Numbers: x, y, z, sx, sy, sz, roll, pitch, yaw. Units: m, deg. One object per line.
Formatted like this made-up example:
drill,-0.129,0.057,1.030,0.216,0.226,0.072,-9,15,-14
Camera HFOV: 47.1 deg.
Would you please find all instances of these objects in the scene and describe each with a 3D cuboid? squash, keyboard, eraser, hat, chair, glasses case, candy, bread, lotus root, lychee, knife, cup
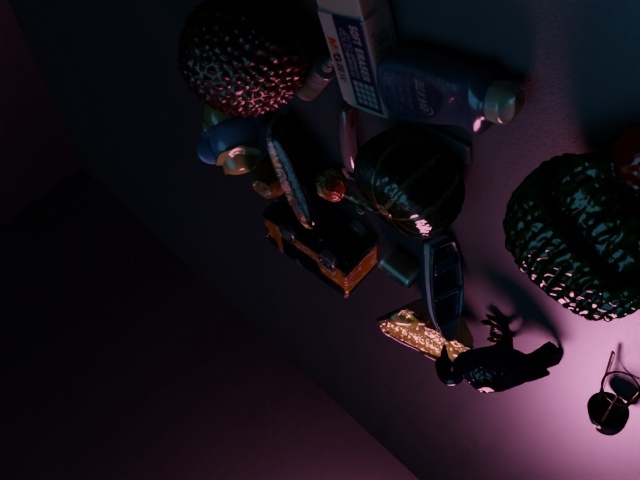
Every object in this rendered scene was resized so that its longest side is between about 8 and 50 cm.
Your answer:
squash,0.186,-0.116,1.548,0.252,0.165,0.252,41,172,7
keyboard,0.235,-0.210,1.501,0.176,0.014,0.055,33,155,31
eraser,0.082,-0.376,1.410,0.124,0.081,0.279,29,152,39
hat,0.451,-0.044,1.122,0.274,0.242,0.332,32,144,4
chair,0.640,0.334,1.595,0.221,0.104,0.095,83,165,-49
glasses case,-0.059,-0.176,1.930,0.082,0.122,0.321,-9,122,24
candy,0.109,-0.094,1.883,0.288,0.078,0.084,31,178,15
bread,0.288,0.213,1.972,0.252,0.133,0.174,27,152,-11
lotus root,-0.123,-0.178,2.006,0.110,0.097,0.258,41,-159,-6
lychee,-0.169,-0.405,1.597,0.304,0.275,0.275,9,139,34
knife,0.081,-0.213,1.738,0.123,0.053,0.278,27,152,30
cup,0.212,0.081,1.959,0.099,0.074,0.102,41,158,16

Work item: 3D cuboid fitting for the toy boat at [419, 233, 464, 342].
toy boat,0.295,0.120,1.794,0.062,0.096,0.299,33,139,50

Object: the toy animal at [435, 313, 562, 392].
toy animal,0.426,0.287,1.777,0.298,0.185,0.122,6,132,33

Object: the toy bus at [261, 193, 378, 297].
toy bus,0.000,0.000,2.105,0.323,0.162,0.194,34,158,25

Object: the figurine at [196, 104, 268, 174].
figurine,-0.229,-0.307,1.972,0.154,0.180,0.261,-1,87,55

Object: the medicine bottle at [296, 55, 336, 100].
medicine bottle,0.000,-0.366,1.611,0.057,0.058,0.199,50,158,-6

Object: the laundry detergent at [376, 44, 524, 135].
laundry detergent,0.233,-0.261,1.310,0.290,0.094,0.143,26,146,43
